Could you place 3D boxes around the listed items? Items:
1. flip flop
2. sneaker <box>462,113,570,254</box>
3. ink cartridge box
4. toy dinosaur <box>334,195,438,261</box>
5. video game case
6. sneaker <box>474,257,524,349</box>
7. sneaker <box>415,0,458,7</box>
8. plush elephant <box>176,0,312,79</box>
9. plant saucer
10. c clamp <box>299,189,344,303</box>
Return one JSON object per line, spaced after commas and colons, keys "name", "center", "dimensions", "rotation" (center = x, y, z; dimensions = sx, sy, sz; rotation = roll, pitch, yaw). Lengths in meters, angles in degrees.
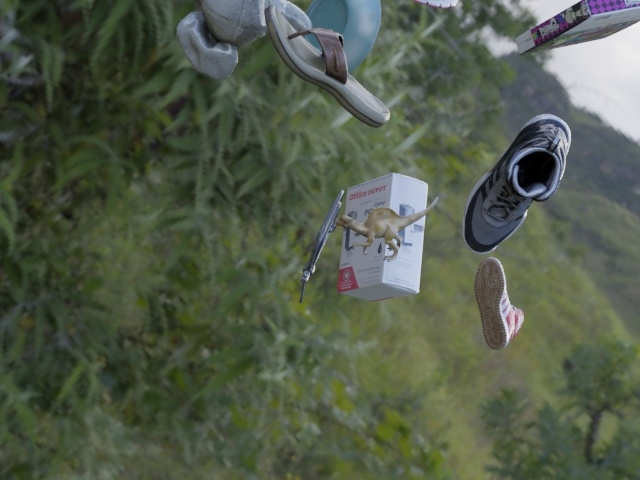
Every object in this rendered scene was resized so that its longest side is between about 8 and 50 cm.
{"name": "flip flop", "center": [0.019, -0.280, 1.793], "dimensions": [0.277, 0.080, 0.112], "rotation": [37, 26, -26]}
{"name": "sneaker", "center": [0.312, -0.078, 1.870], "dimensions": [0.101, 0.269, 0.153], "rotation": [32, 20, 0]}
{"name": "ink cartridge box", "center": [0.118, -0.005, 2.183], "dimensions": [0.092, 0.218, 0.158], "rotation": [17, -18, -30]}
{"name": "toy dinosaur", "center": [0.115, -0.017, 1.914], "dimensions": [0.053, 0.183, 0.093], "rotation": [-110, -167, -62]}
{"name": "video game case", "center": [0.523, -0.420, 2.180], "dimensions": [0.210, 0.232, 0.042], "rotation": [-24, -97, 61]}
{"name": "sneaker", "center": [0.232, 0.077, 1.484], "dimensions": [0.067, 0.042, 0.119], "rotation": [-16, 101, -60]}
{"name": "sneaker", "center": [0.192, -0.425, 1.697], "dimensions": [0.103, 0.252, 0.111], "rotation": [30, -46, 31]}
{"name": "plush elephant", "center": [-0.123, -0.421, 1.900], "dimensions": [0.330, 0.272, 0.255], "rotation": [-3, 57, -36]}
{"name": "plant saucer", "center": [0.021, -0.375, 2.003], "dimensions": [0.037, 0.195, 0.195], "rotation": [16, 26, -45]}
{"name": "c clamp", "center": [0.000, 0.000, 1.807], "dimensions": [0.022, 0.161, 0.137], "rotation": [21, -37, 5]}
